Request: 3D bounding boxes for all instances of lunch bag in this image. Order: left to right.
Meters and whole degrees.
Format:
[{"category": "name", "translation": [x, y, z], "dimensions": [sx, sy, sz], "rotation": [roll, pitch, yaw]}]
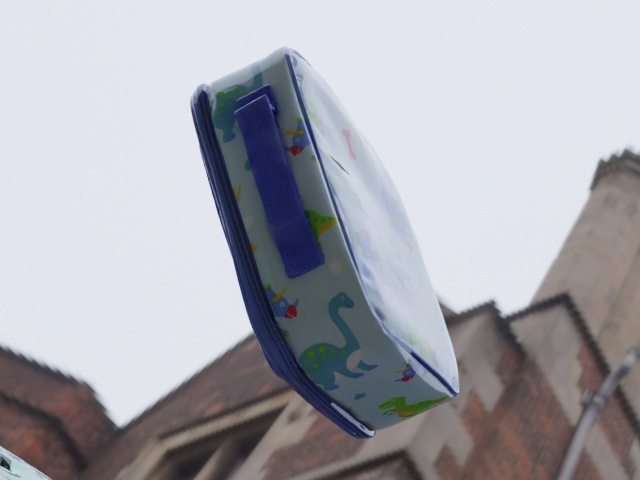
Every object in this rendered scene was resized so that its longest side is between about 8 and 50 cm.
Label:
[{"category": "lunch bag", "translation": [0.000, 0.000, 0.995], "dimensions": [0.090, 0.176, 0.219], "rotation": [-25, -119, 11]}]

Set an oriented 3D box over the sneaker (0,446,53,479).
[{"category": "sneaker", "translation": [-0.164, 0.063, 0.579], "dimensions": [0.151, 0.256, 0.094], "rotation": [29, -64, -30]}]
